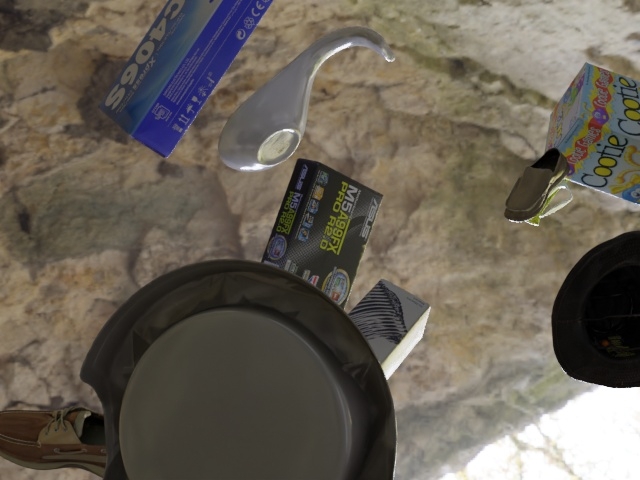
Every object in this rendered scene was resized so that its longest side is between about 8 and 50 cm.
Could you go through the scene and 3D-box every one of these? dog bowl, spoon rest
[{"bbox_3d":[-0.082,0.195,0.787,0.102,0.349,0.348,15,-109,-73],"label":"dog bowl"},{"bbox_3d":[-0.029,-0.197,1.047,0.084,0.276,0.137,55,-171,27],"label":"spoon rest"}]

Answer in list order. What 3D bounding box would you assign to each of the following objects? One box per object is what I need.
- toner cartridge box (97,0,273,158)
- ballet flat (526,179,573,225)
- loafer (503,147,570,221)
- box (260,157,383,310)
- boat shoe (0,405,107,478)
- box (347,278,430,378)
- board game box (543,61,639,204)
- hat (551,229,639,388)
[{"bbox_3d":[-0.197,-0.309,1.158,0.075,0.165,0.347,32,-87,-41],"label":"toner cartridge box"},{"bbox_3d":[0.474,-0.121,1.461,0.077,0.231,0.077,47,-171,23],"label":"ballet flat"},{"bbox_3d":[0.324,-0.087,1.144,0.148,0.056,0.050,-48,-48,-24],"label":"loafer"},{"bbox_3d":[0.000,0.000,1.473,0.216,0.060,0.269,23,-94,-47],"label":"box"},{"bbox_3d":[-0.478,0.375,1.471,0.122,0.324,0.119,-89,13,-56],"label":"boat shoe"},{"bbox_3d":[0.074,0.192,1.306,0.275,0.113,0.094,-43,-27,-41],"label":"box"},{"bbox_3d":[0.542,-0.165,1.282,0.142,0.276,0.144,108,-179,-57],"label":"board game box"},{"bbox_3d":[0.573,0.116,1.443,0.134,0.332,0.331,-96,-15,-66],"label":"hat"}]
